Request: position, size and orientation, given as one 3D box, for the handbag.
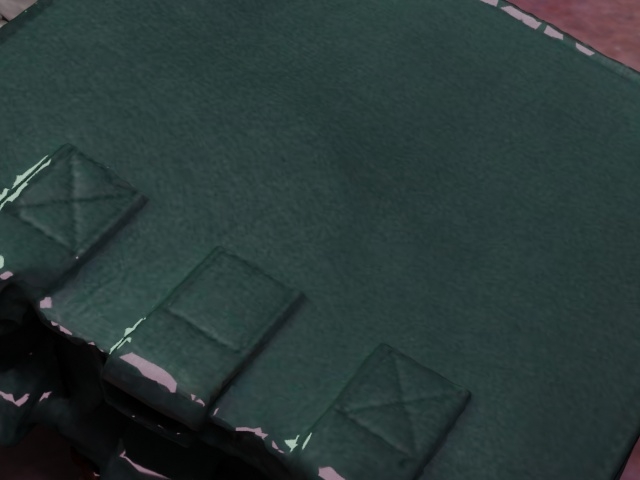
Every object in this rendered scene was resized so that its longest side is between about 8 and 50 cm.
[{"bbox_3d":[0.000,0.002,0.633,0.268,0.100,0.274,28,45,8],"label":"handbag"}]
